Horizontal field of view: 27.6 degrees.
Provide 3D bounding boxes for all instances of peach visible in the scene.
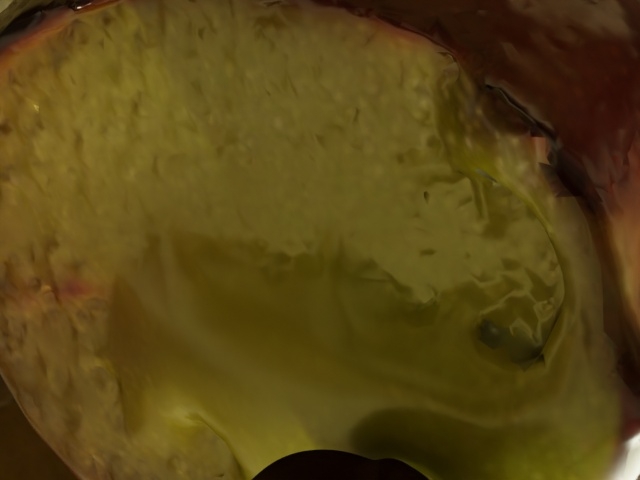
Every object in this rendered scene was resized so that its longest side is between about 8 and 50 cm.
[{"bbox_3d":[0.000,0.000,0.491,0.281,0.338,0.281,-5,107,-17],"label":"peach"}]

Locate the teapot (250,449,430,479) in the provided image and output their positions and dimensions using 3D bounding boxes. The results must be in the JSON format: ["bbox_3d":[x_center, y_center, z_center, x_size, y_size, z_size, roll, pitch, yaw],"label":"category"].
[{"bbox_3d":[0.017,0.121,0.372,0.078,0.129,0.098,-42,163,13],"label":"teapot"}]
